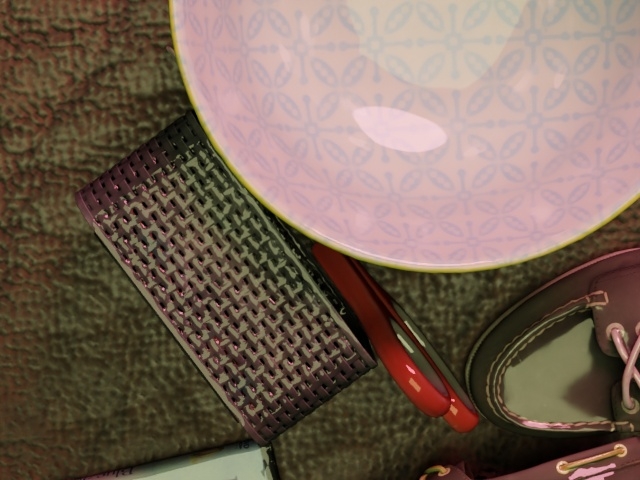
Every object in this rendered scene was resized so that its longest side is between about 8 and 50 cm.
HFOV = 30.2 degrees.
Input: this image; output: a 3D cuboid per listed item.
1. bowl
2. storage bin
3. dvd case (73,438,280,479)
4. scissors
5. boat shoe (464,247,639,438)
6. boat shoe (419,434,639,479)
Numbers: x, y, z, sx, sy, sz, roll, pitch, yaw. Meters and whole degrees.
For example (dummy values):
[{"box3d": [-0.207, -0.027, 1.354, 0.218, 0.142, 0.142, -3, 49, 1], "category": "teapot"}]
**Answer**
[{"box3d": [0.065, -0.132, 0.675, 0.290, 0.156, 0.289, 0, 97, -2], "category": "bowl"}, {"box3d": [-0.054, 0.018, 0.706, 0.084, 0.122, 0.180, -37, 97, 3], "category": "storage bin"}, {"box3d": [-0.135, 0.243, 0.783, 0.253, 0.022, 0.180, -13, 97, -1], "category": "dvd case"}, {"box3d": [0.000, 0.000, 0.749, 0.021, 0.109, 0.297, -41, 73, 11], "category": "scissors"}, {"box3d": [0.257, 0.054, 0.735, 0.335, 0.095, 0.112, -14, 97, 0], "category": "boat shoe"}, {"box3d": [0.101, 0.174, 0.756, 0.228, 0.081, 0.068, -11, 70, 11], "category": "boat shoe"}]
